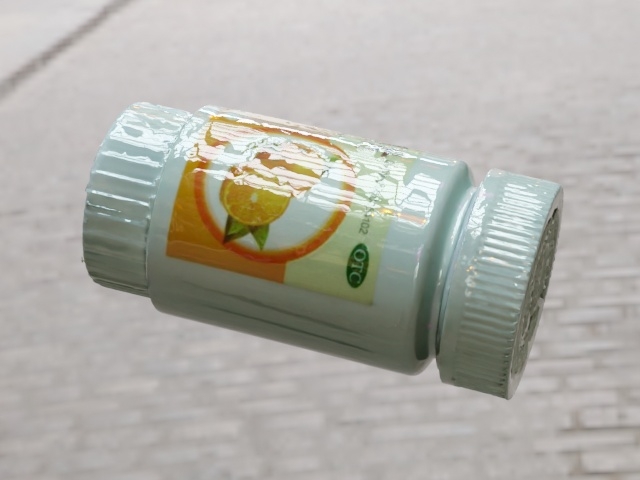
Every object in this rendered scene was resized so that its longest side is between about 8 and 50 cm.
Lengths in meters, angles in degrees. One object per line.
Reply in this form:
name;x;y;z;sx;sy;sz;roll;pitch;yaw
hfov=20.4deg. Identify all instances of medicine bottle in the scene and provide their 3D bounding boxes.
medicine bottle;0.000;0.000;1.258;0.318;0.158;0.158;13;18;13
